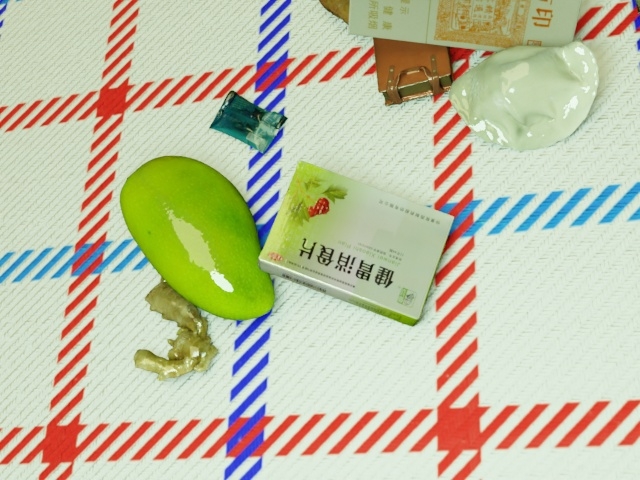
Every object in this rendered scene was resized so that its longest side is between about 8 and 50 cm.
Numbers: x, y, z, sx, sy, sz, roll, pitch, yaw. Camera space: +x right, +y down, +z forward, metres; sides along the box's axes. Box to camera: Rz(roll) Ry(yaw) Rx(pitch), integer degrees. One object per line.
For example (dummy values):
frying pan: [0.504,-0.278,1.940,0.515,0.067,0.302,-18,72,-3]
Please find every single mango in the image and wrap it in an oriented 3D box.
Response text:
mango: [-0.190,-0.004,1.553,0.192,0.156,0.343,-27,65,-25]

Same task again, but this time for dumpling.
dumpling: [0.319,-0.225,1.503,0.216,0.126,0.166,-12,89,0]

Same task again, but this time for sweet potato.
sweet potato: [0.028,-0.470,1.738,0.097,0.097,0.251,-38,52,1]

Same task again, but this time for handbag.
handbag: [0.157,-0.328,1.635,0.127,0.063,0.190,-11,60,15]

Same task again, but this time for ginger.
ginger: [-0.233,0.143,1.567,0.176,0.052,0.193,30,67,18]

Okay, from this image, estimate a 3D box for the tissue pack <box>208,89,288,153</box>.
tissue pack: [-0.133,-0.216,1.711,0.138,0.028,0.085,26,78,32]

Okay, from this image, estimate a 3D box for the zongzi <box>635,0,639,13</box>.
zongzi: [0.636,-0.303,1.399,0.323,0.160,0.360,-7,71,24]

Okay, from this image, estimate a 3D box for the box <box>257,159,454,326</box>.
box: [0.055,0.004,1.465,0.260,0.062,0.175,20,73,3]

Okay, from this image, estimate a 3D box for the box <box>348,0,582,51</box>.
box: [0.229,-0.401,1.511,0.365,0.204,0.051,9,44,7]
